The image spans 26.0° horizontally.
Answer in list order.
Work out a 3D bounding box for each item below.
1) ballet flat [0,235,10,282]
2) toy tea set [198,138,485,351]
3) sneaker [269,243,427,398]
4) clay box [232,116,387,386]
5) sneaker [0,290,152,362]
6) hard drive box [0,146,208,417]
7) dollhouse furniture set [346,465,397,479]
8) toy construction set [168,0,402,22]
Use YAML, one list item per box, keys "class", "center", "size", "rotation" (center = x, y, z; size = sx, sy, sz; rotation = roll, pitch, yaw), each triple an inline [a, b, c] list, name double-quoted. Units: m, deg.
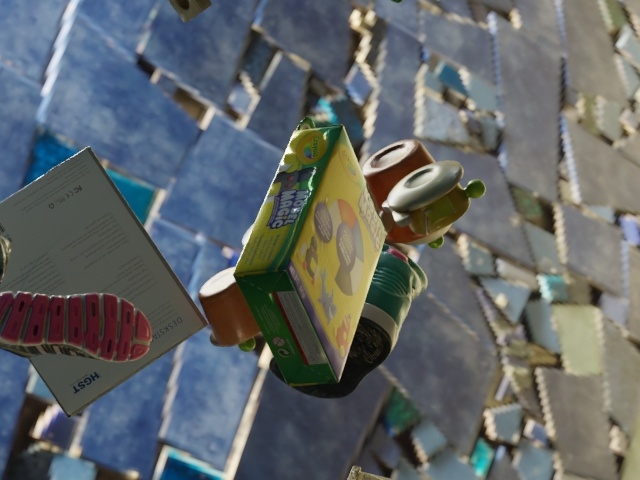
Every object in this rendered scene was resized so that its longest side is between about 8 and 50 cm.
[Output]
- class: "ballet flat"
  center: [-0.243, -0.002, 0.991]
  size: [0.114, 0.041, 0.041]
  rotation: [45, 108, 37]
- class: "toy tea set"
  center: [0.027, 0.019, 1.500]
  size: [0.336, 0.124, 0.200]
  rotation: [-28, 22, 6]
- class: "sneaker"
  center: [0.039, 0.083, 1.760]
  size: [0.178, 0.124, 0.295]
  rotation: [-61, 11, -30]
- class: "clay box"
  center: [0.000, 0.000, 1.173]
  size: [0.053, 0.127, 0.222]
  rotation: [-6, 38, 24]
- class: "sneaker"
  center: [-0.240, 0.079, 1.280]
  size: [0.075, 0.170, 0.063]
  rotation: [-11, 74, 53]
- class: "hard drive box"
  center: [-0.261, 0.045, 1.500]
  size: [0.181, 0.232, 0.089]
  rotation: [-33, 2, -9]
- class: "dollhouse furniture set"
  center: [0.076, 0.404, 1.823]
  size: [0.183, 0.129, 0.129]
  rotation: [-49, -31, -71]
- class: "toy construction set"
  center: [-0.086, -0.343, 1.270]
  size: [0.237, 0.308, 0.257]
  rotation: [-37, 38, -24]
